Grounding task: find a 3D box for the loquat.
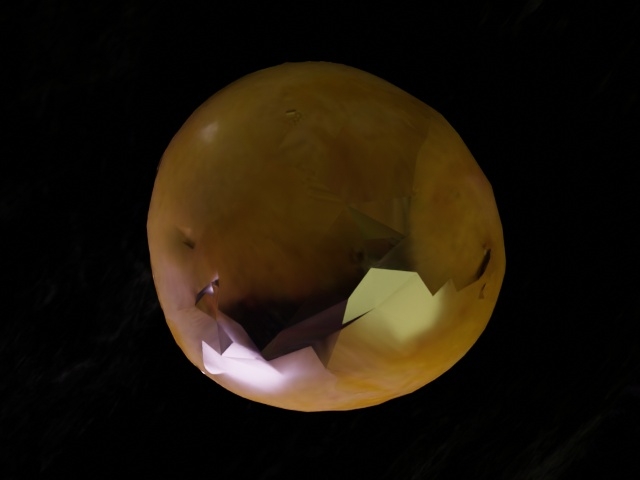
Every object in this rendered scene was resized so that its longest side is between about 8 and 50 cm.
[{"bbox_3d":[0.000,0.000,1.244,0.235,0.235,0.235,-38,159,-17],"label":"loquat"}]
